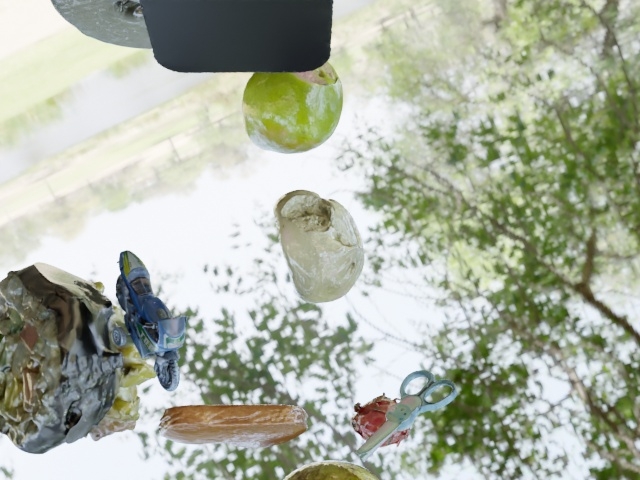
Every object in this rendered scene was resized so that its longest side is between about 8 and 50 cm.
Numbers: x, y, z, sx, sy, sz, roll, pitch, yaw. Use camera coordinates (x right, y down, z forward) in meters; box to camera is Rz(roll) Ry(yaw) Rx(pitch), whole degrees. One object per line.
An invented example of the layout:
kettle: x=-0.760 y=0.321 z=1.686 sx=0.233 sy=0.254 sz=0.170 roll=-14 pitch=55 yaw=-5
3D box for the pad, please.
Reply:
pad: x=-0.072 y=-0.338 z=1.073 sx=0.315 sy=0.063 sz=0.375 roll=1 pitch=156 yaw=-2

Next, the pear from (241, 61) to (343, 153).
pear: x=-0.055 y=-0.247 z=1.625 sx=0.187 sy=0.187 sz=0.220 roll=-36 pitch=162 yaw=-46

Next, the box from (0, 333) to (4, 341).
box: x=-0.650 y=0.287 z=1.459 sx=0.311 sy=0.043 sz=0.173 roll=-60 pitch=-179 yaw=-7

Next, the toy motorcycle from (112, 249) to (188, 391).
toy motorcycle: x=-0.293 y=0.132 z=1.496 sx=0.092 sy=0.254 sz=0.135 roll=-10 pitch=142 yaw=-37

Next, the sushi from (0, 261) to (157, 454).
sushi: x=-0.464 y=0.214 z=1.645 sx=0.285 sy=0.329 sz=0.328 roll=4 pitch=-162 yaw=-46

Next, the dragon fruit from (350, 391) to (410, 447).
dragon fruit: x=0.148 y=0.453 z=2.179 sx=0.166 sy=0.136 sz=0.133 roll=1 pitch=154 yaw=-27

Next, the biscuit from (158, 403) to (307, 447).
biscuit: x=-0.116 y=0.246 z=1.125 sx=0.192 sy=0.036 sz=0.186 roll=4 pitch=158 yaw=-19

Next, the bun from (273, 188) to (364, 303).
bun: x=0.000 y=0.000 z=1.381 sx=0.128 sy=0.178 sz=0.193 roll=-16 pitch=147 yaw=3

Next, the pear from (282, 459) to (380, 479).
pear: x=0.027 y=0.581 z=1.738 sx=0.283 sy=0.283 sz=0.283 roll=-24 pitch=-170 yaw=5

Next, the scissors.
scissors: x=0.163 y=0.354 z=1.755 sx=0.125 sy=0.030 sz=0.256 roll=15 pitch=-136 yaw=46

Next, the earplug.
earplug: x=-0.366 y=-0.638 z=1.788 sx=0.312 sy=0.394 sz=0.312 roll=5 pitch=163 yaw=2
